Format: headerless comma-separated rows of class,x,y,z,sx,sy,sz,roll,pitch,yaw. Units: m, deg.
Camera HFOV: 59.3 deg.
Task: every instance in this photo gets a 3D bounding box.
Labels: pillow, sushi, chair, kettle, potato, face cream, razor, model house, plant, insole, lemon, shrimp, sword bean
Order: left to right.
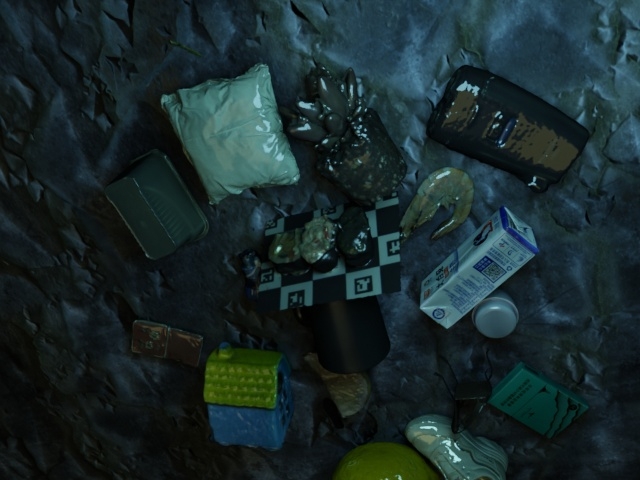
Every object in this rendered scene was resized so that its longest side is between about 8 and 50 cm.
pillow,-0.484,0.323,1.781,0.232,0.043,0.126,13,118,4
sword bean,-0.323,-0.462,1.352,0.083,0.012,0.012,25,120,0
pillow,-0.206,-0.248,1.367,0.283,0.138,0.310,-15,110,18
model house,-0.219,0.454,1.702,0.236,0.215,0.304,1,114,13
sushi,0.000,0.000,1.356,0.372,0.297,0.100,-11,142,19
insole,0.042,0.558,1.813,0.044,0.002,0.135,-17,112,21
kettle,0.046,0.164,1.527,0.203,0.262,0.308,-22,112,-16
potato,0.067,0.391,1.667,0.138,0.098,0.243,-27,102,20
plant,0.059,-0.243,1.293,0.194,0.182,0.321,-34,110,25
lemon,0.192,0.776,1.721,0.335,0.336,0.336,5,118,10
shrimp,0.288,-0.068,1.404,0.145,0.059,0.255,20,115,-10
chair,0.412,0.427,1.575,0.148,0.174,0.213,-7,105,20
face cream,0.455,0.188,1.471,0.117,0.104,0.117,5,119,9
razor,0.411,-0.245,1.251,0.326,0.107,0.189,26,119,-3

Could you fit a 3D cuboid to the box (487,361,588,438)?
box,0.619,0.462,1.614,0.226,0.042,0.161,30,120,-4

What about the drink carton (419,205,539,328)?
drink carton,0.385,0.070,1.410,0.106,0.131,0.315,38,120,-7

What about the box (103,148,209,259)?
box,-0.431,-0.081,1.481,0.138,0.178,0.274,-22,110,22

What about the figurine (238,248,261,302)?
figurine,-0.185,0.102,1.584,0.086,0.087,0.149,8,126,52

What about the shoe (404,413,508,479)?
shoe,0.406,0.658,1.667,0.341,0.211,0.132,26,120,-2
